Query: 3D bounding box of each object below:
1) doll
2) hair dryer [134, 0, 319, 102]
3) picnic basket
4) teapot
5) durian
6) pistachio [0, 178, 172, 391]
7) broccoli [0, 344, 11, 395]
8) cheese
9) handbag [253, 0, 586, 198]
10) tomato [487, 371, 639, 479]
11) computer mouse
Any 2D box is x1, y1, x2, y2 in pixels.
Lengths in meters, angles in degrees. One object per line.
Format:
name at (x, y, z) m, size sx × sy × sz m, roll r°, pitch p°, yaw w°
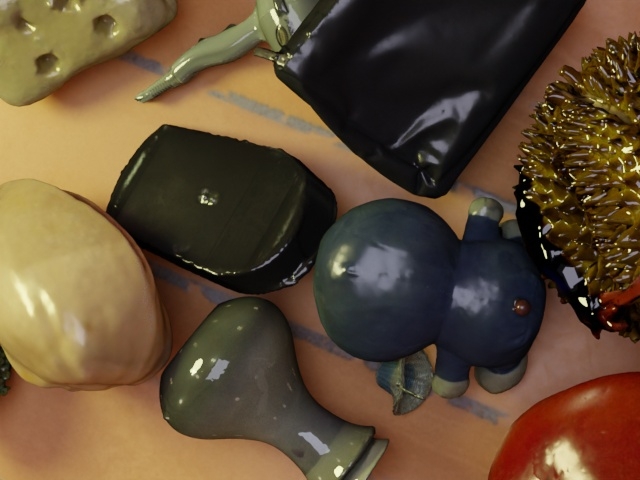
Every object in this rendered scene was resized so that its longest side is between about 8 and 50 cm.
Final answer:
doll at (0.119, 0.056, 1.724) m, size 0.259 × 0.154 × 0.228 m, roll 12°, pitch 92°, yaw -2°
hair dryer at (-0.111, -0.289, 1.857) m, size 0.267 × 0.092 × 0.229 m, roll -6°, pitch 85°, yaw 19°
picnic basket at (0.105, 0.161, 1.790) m, size 0.083 × 0.065 × 0.083 m, roll 14°, pitch 101°, yaw 39°
teapot at (-0.050, 0.188, 1.776) m, size 0.251 × 0.183 × 0.183 m, roll 38°, pitch 95°, yaw -1°
durian at (0.377, -0.036, 1.616) m, size 0.347 × 0.347 × 0.384 m, roll -43°, pitch 91°, yaw 7°
pistachio at (-0.293, 0.052, 1.798) m, size 0.214 × 0.193 × 0.318 m, roll -52°, pitch 57°, yaw 19°
broccoli at (-0.504, 0.126, 1.864) m, size 0.273 × 0.180 × 0.242 m, roll -25°, pitch 83°, yaw 10°
cheese at (-0.310, -0.266, 1.856) m, size 0.263 × 0.093 × 0.159 m, roll -25°, pitch 114°, yaw 18°
handbag at (0.101, -0.237, 1.734) m, size 0.275 × 0.178 × 0.302 m, roll 35°, pitch 97°, yaw -20°
tomato at (0.328, 0.295, 1.608) m, size 0.325 × 0.290 × 0.293 m, roll -15°, pitch 59°, yaw 44°
computer mouse at (-0.110, -0.031, 1.828) m, size 0.295 × 0.087 × 0.168 m, roll 21°, pitch 72°, yaw 31°
